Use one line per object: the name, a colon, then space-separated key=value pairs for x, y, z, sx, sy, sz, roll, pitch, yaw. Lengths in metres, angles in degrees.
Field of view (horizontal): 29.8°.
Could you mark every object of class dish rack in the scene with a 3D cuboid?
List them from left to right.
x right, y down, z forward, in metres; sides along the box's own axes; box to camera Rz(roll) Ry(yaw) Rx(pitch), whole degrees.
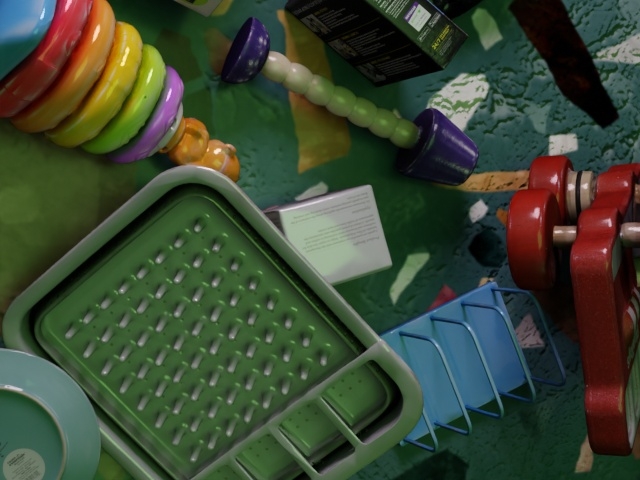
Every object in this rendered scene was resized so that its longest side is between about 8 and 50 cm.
dish rack: x=-0.098 y=0.106 z=1.129 sx=0.285 sy=0.072 sz=0.333 roll=-38 pitch=104 yaw=19

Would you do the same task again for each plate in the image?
plate: x=-0.298 y=0.192 z=1.109 sx=0.188 sy=0.024 sz=0.188 roll=-1 pitch=100 yaw=-7

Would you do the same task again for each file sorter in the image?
file sorter: x=0.151 y=0.132 z=1.248 sx=0.170 sy=0.104 sz=0.118 roll=-24 pitch=99 yaw=-18

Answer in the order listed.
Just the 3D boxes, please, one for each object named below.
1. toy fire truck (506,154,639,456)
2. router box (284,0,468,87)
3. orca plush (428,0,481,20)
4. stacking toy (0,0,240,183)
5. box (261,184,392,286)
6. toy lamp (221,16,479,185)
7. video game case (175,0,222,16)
toy fire truck: x=0.302 y=0.048 z=1.233 sx=0.169 sy=0.302 sz=0.254 roll=-2 pitch=108 yaw=21
router box: x=0.050 y=-0.213 z=1.170 sx=0.133 sy=0.179 sz=0.046 roll=38 pitch=80 yaw=-15
orca plush: x=0.165 y=-0.324 z=1.250 sx=0.287 sy=0.102 sz=0.151 roll=-37 pitch=102 yaw=-15
stacking toy: x=-0.189 y=-0.132 z=1.115 sx=0.302 sy=0.175 sz=0.165 roll=32 pitch=40 yaw=-32
box: x=0.000 y=0.000 z=1.196 sx=0.101 sy=0.102 sz=0.087 roll=-17 pitch=94 yaw=-19
toy lamp: x=0.036 y=-0.132 z=1.221 sx=0.275 sy=0.080 sz=0.080 roll=23 pitch=83 yaw=-17
video game case: x=-0.165 y=-0.379 z=1.123 sx=0.244 sy=0.061 sz=0.269 roll=25 pitch=65 yaw=-19
